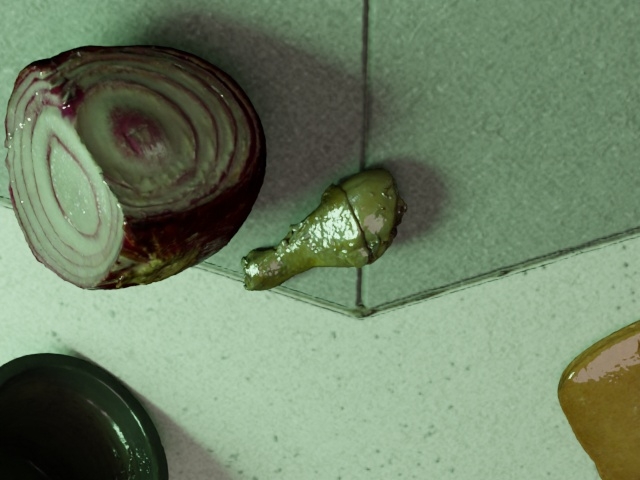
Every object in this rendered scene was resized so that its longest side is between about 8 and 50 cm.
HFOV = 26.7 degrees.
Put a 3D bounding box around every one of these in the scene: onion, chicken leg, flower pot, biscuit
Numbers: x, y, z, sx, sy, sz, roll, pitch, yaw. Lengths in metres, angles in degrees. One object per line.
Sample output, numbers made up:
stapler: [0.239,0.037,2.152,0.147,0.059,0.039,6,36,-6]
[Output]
onion: [-0.166,-0.058,1.256,0.207,0.216,0.206,-14,158,-32]
chicken leg: [0.000,0.002,1.354,0.198,0.069,0.085,-29,111,20]
flower pot: [-0.293,0.255,1.410,0.235,0.235,0.148,37,130,-16]
biscuit: [0.360,0.175,1.455,0.186,0.036,0.192,-28,114,11]
